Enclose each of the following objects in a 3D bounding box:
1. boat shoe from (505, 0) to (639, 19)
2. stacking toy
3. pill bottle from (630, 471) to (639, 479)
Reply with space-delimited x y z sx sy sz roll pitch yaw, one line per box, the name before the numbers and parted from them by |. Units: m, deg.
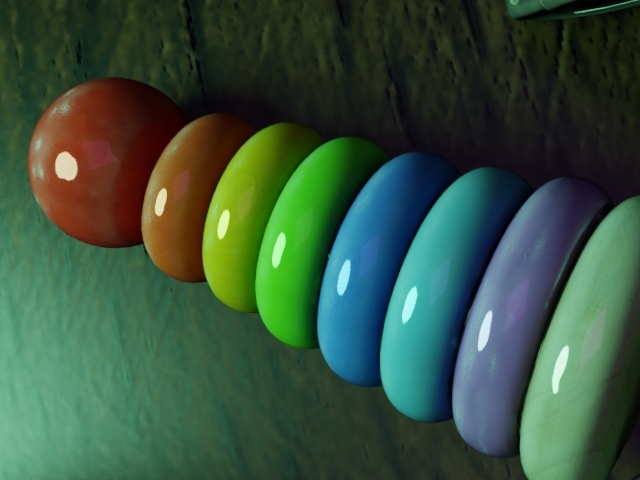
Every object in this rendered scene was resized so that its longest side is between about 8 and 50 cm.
boat shoe | 0.199 -0.132 0.481 0.132 0.355 0.130 -9 106 -26
stacking toy | 0.000 0.000 0.578 0.330 0.141 0.141 20 86 23
pill bottle | 0.201 0.149 0.519 0.078 0.078 0.137 -33 75 7
